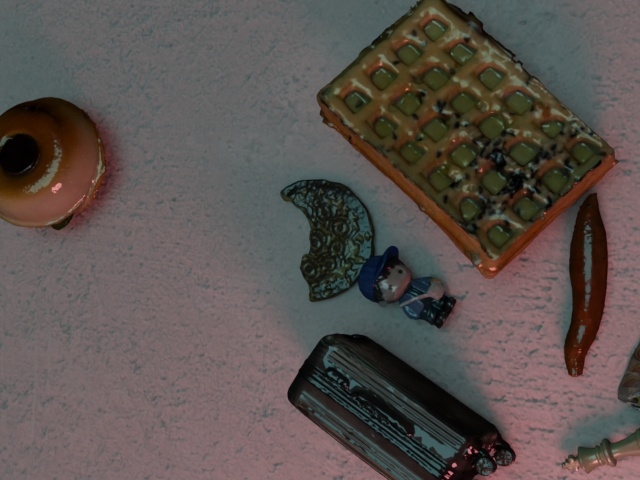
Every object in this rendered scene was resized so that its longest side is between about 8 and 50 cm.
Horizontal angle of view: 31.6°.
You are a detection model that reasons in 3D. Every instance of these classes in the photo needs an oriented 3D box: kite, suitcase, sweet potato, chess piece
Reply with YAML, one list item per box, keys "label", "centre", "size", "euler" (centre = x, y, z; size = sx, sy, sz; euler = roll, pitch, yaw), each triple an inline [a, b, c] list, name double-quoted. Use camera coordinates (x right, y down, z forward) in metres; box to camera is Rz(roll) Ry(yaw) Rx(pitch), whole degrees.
- label: "kite"
  centre: [0.490, 0.135, 1.561]
  size: [0.127, 0.016, 0.229]
  euler: [17, 87, 49]
- label: "suitcase"
  centre: [0.114, 0.259, 1.612]
  size: [0.312, 0.202, 0.128]
  euler: [35, 97, 19]
- label: "sweet potato"
  centre: [0.380, 0.063, 1.610]
  size: [0.057, 0.057, 0.264]
  euler: [3, 87, 21]
- label: "chess piece"
  centre: [0.406, 0.294, 1.579]
  size: [0.149, 0.059, 0.059]
  euler: [-21, 78, 22]

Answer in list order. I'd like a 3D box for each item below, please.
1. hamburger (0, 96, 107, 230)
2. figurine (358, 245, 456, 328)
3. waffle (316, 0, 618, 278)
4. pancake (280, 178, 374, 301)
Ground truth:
- label: "hamburger"
  centre: [-0.467, -0.132, 1.898]
  size: [0.237, 0.147, 0.236]
  euler: [-4, 76, 18]
- label: "figurine"
  centre: [0.129, 0.071, 1.697]
  size: [0.149, 0.087, 0.086]
  euler: [30, 78, 6]
- label: "waffle"
  centre: [0.202, -0.153, 1.629]
  size: [0.261, 0.114, 0.376]
  euler: [-40, 72, -8]
- label: "pancake"
  centre: [0.000, 0.000, 1.777]
  size: [0.184, 0.020, 0.190]
  euler: [21, 91, 20]
